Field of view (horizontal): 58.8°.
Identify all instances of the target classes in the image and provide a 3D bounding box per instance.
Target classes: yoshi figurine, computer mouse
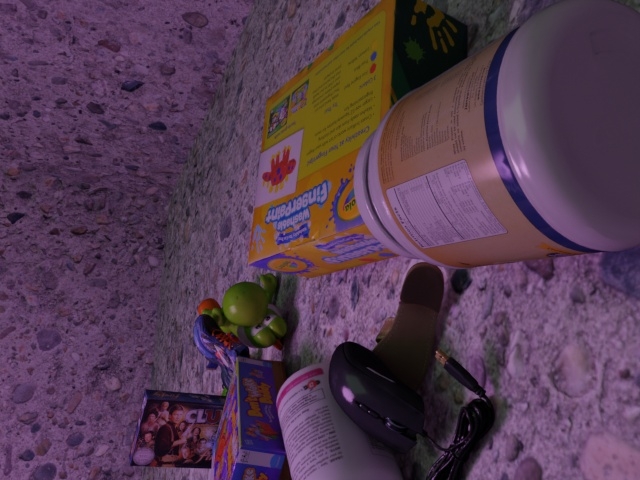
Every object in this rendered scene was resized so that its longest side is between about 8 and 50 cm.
[{"bbox_3d":[-0.200,0.167,1.452,0.362,0.203,0.203,5,78,64],"label":"yoshi figurine"},{"bbox_3d":[0.105,0.209,0.778,0.262,0.060,0.184,42,120,34],"label":"computer mouse"}]

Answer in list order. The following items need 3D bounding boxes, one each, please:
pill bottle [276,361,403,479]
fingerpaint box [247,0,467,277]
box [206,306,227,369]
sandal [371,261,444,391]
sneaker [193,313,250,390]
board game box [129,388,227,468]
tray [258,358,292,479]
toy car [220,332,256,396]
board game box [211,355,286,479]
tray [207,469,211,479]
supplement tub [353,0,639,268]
[{"bbox_3d":[0.033,0.341,0.873,0.283,0.161,0.160,-112,40,-52],"label":"pill bottle"},{"bbox_3d":[0.050,-0.149,1.018,0.445,0.163,0.370,-21,61,56],"label":"fingerpaint box"},{"bbox_3d":[-0.328,0.313,1.861,0.225,0.037,0.136,123,148,-44],"label":"box"},{"bbox_3d":[0.134,0.141,0.869,0.079,0.088,0.239,-43,-29,-72],"label":"sandal"},{"bbox_3d":[-0.208,0.255,1.310,0.087,0.083,0.221,-44,80,25],"label":"sneaker"},{"bbox_3d":[-0.284,0.424,1.266,0.042,0.243,0.165,-144,67,-65],"label":"board game box"},{"bbox_3d":[-0.117,0.494,1.256,0.202,0.076,0.410,-60,30,36],"label":"tray"},{"bbox_3d":[-0.239,0.386,1.605,0.239,0.053,0.224,-146,69,-66],"label":"toy car"},{"bbox_3d":[-0.148,0.404,1.092,0.347,0.078,0.233,-126,51,-75],"label":"board game box"},{"bbox_3d":[-0.301,0.731,1.620,0.145,0.030,0.270,-16,65,63],"label":"tray"},{"bbox_3d":[0.193,-0.088,0.618,0.316,0.228,0.228,164,115,-65],"label":"supplement tub"}]
